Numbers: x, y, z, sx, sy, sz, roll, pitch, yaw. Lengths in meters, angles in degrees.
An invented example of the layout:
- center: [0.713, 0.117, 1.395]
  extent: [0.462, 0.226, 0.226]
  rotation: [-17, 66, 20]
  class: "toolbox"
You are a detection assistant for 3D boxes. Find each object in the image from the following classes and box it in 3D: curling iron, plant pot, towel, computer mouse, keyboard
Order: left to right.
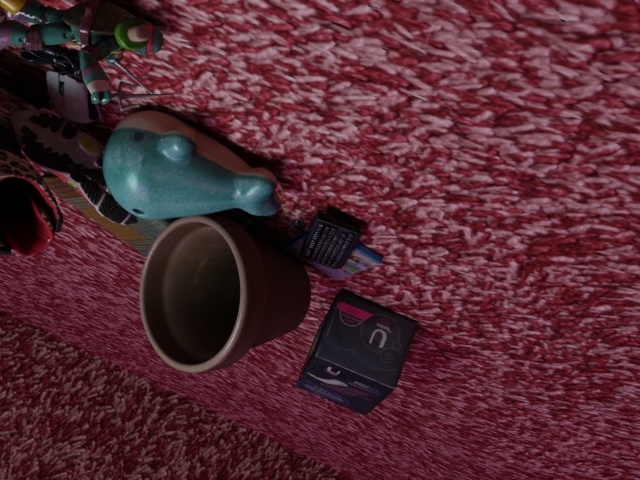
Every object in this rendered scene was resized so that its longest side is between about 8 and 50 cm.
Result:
- center: [-0.538, -0.277, 1.469]
  extent: [0.274, 0.035, 0.068]
  rotation: [27, 160, -10]
  class: "curling iron"
- center: [-0.378, -0.223, 1.421]
  extent: [0.106, 0.042, 0.193]
  rotation: [19, 158, 11]
  class: "computer mouse"
- center: [-0.338, -0.027, 1.819]
  extent: [0.370, 0.040, 0.271]
  rotation: [39, 158, -30]
  class: "towel"
- center: [-0.143, 0.093, 1.638]
  extent: [0.263, 0.263, 0.229]
  rotation: [5, 180, 40]
  class: "plant pot"
- center: [0.000, 0.000, 1.531]
  extent: [0.108, 0.023, 0.180]
  rotation: [25, 157, -1]
  class: "keyboard"

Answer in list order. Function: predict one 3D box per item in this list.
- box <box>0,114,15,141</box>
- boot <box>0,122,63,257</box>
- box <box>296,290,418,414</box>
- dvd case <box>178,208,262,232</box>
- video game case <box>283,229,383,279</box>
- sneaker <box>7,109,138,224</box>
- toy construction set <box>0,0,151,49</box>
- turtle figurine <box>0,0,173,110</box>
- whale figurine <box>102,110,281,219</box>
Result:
- center: [-0.705, -0.201, 1.695]
  extent: [0.262, 0.126, 0.231]
  rotation: [36, 155, -28]
  class: "box"
- center: [-0.506, -0.081, 1.472]
  extent: [0.284, 0.138, 0.377]
  rotation: [49, 156, 29]
  class: "boot"
- center: [0.066, 0.225, 1.857]
  extent: [0.165, 0.143, 0.270]
  rotation: [23, 158, -1]
  class: "box"
- center: [-0.224, -0.066, 1.658]
  extent: [0.221, 0.018, 0.164]
  rotation: [30, 156, -13]
  class: "dvd case"
- center: [0.018, 0.021, 1.610]
  extent: [0.119, 0.015, 0.166]
  rotation: [31, 158, -15]
  class: "video game case"
- center: [-0.391, -0.130, 1.562]
  extent: [0.118, 0.107, 0.279]
  rotation: [26, 166, 49]
  class: "sneaker"
- center: [-0.324, -0.299, 1.036]
  extent: [0.309, 0.257, 0.237]
  rotation: [9, -175, -26]
  class: "toy construction set"
- center: [-0.283, -0.245, 1.183]
  extent: [0.234, 0.118, 0.175]
  rotation: [12, -160, -1]
  class: "turtle figurine"
- center: [-0.197, -0.085, 1.419]
  extent: [0.272, 0.141, 0.216]
  rotation: [20, 158, 9]
  class: "whale figurine"
